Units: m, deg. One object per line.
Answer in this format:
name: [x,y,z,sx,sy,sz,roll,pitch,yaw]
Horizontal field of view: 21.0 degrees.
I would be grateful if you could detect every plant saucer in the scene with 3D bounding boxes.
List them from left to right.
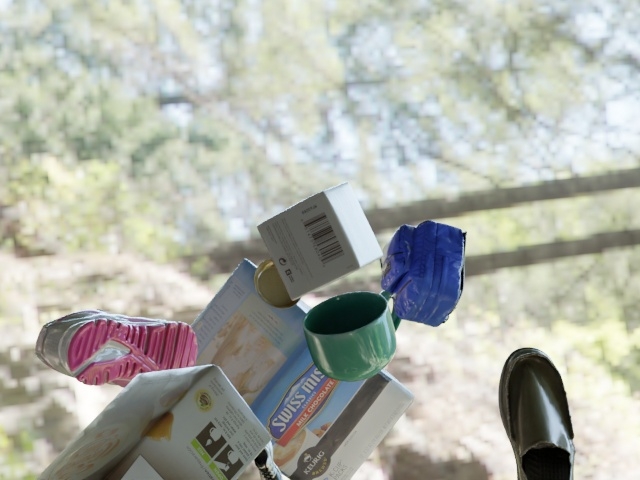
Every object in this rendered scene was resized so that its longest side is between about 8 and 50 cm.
plant saucer: [-0.067,0.068,2.647,0.015,0.083,0.083,-42,-122,56]

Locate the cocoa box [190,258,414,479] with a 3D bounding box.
cocoa box: [-0.059,0.224,2.818,0.231,0.228,0.347,-51,-150,0]

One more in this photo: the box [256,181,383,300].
box: [0.000,0.000,2.016,0.102,0.087,0.101,-26,-90,25]

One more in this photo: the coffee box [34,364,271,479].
coffee box: [-0.181,0.231,1.577,0.141,0.246,0.098,-13,-63,51]

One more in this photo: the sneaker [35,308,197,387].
sneaker: [-0.252,0.131,2.138,0.111,0.252,0.103,14,-94,37]

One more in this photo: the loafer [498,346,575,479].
loafer: [0.285,0.252,2.171,0.087,0.094,0.251,111,-27,-71]

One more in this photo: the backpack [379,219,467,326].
backpack: [0.129,0.048,2.203,0.098,0.101,0.120,117,-21,-52]

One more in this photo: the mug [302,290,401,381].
mug: [0.060,0.145,2.540,0.129,0.158,0.097,-108,-177,-66]

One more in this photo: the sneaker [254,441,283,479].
sneaker: [-0.078,0.316,2.395,0.083,0.032,0.037,71,19,0]
